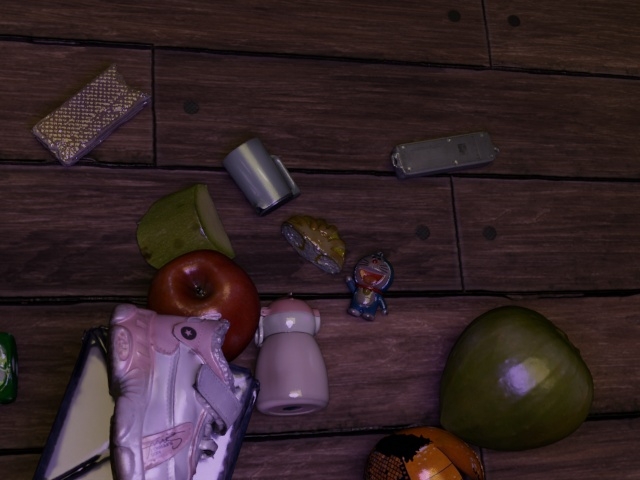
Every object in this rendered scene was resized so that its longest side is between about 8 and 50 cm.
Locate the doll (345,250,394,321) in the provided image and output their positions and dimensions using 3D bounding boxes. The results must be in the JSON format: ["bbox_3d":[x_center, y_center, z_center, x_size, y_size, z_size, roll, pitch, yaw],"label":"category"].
[{"bbox_3d":[0.107,0.094,1.656,0.114,0.085,0.152,18,80,11],"label":"doll"}]

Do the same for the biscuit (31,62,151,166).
[{"bbox_3d":[-0.478,-0.262,1.621,0.108,0.062,0.239,45,70,-1],"label":"biscuit"}]

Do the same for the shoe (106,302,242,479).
[{"bbox_3d":[-0.214,0.259,1.153,0.198,0.172,0.351,-3,72,-16],"label":"shoe"}]

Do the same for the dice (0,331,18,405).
[{"bbox_3d":[-0.622,0.237,1.406,0.128,0.120,0.131,-2,76,-16],"label":"dice"}]

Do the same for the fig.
[{"bbox_3d":[0.380,0.294,1.575,0.316,0.316,0.316,4,73,-13],"label":"fig"}]

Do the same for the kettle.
[{"bbox_3d":[-0.128,-0.134,1.666,0.098,0.127,0.148,-35,87,11],"label":"kettle"}]

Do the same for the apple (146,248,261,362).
[{"bbox_3d":[-0.225,0.130,1.488,0.218,0.201,0.218,2,58,-3],"label":"apple"}]

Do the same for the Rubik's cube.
[{"bbox_3d":[-0.298,0.347,1.363,0.305,0.307,0.310,17,70,-7],"label":"Rubik's cube"}]

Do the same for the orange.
[{"bbox_3d":[0.200,0.454,1.496,0.234,0.234,0.182,10,72,-11],"label":"orange"}]

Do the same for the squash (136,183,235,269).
[{"bbox_3d":[-0.281,-0.020,1.587,0.184,0.085,0.192,-22,79,-20],"label":"squash"}]

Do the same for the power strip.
[{"bbox_3d":[0.285,-0.198,1.802,0.272,0.052,0.078,-11,77,-16],"label":"power strip"}]

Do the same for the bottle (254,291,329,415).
[{"bbox_3d":[-0.062,0.222,1.547,0.148,0.147,0.236,2,66,-14],"label":"bottle"}]

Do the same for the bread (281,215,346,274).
[{"bbox_3d":[0.000,0.000,1.662,0.094,0.083,0.157,-35,84,-33],"label":"bread"}]
